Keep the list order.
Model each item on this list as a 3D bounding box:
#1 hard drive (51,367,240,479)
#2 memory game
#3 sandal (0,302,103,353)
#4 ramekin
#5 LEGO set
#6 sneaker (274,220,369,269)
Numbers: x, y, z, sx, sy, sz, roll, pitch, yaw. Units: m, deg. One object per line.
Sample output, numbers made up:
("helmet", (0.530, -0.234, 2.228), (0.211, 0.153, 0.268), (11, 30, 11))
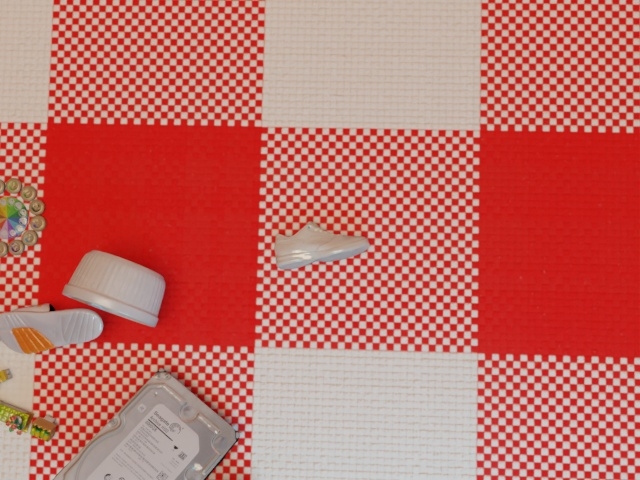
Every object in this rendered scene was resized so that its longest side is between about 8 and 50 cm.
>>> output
("hard drive", (-0.362, 0.464, 1.491), (0.237, 0.064, 0.339), (39, 59, 8))
("memory game", (-0.722, -0.053, 1.645), (0.186, 0.012, 0.186), (0, 86, 2))
("sandal", (-0.590, 0.188, 1.591), (0.265, 0.076, 0.102), (-5, 108, 13))
("ramekin", (-0.432, 0.100, 1.533), (0.207, 0.207, 0.109), (18, 78, 3))
("LEGO set", (-0.712, 0.345, 1.570), (0.132, 0.107, 0.287), (-34, 86, 0))
("sneaker", (0.000, 0.000, 1.590), (0.212, 0.080, 0.094), (-9, 74, 3))
